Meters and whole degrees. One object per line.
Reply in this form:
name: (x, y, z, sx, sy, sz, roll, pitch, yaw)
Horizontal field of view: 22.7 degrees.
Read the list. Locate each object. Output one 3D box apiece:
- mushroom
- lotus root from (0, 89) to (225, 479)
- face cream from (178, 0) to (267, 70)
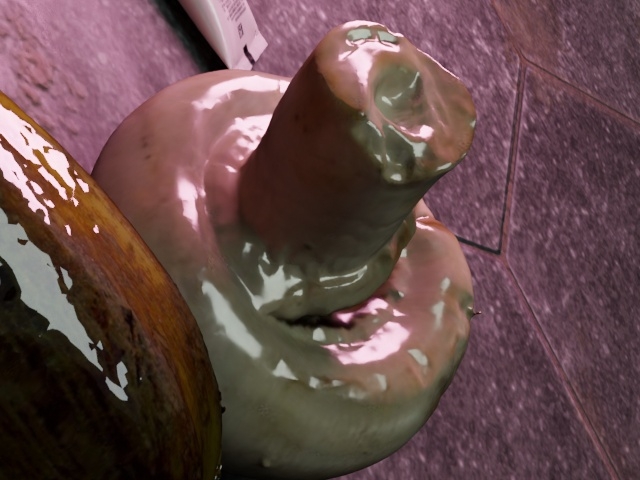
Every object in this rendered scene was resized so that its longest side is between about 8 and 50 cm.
mushroom: (0.000, 0.000, 1.035, 0.293, 0.290, 0.292, 20, 52, -28)
lotus root: (-0.183, 0.033, 0.853, 0.397, 0.179, 0.196, 54, 35, -14)
face cream: (-0.115, -0.243, 1.284, 0.243, 0.058, 0.092, 58, 25, -19)
